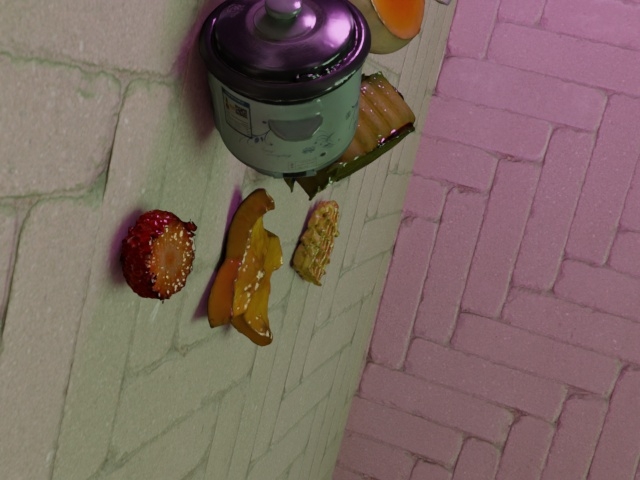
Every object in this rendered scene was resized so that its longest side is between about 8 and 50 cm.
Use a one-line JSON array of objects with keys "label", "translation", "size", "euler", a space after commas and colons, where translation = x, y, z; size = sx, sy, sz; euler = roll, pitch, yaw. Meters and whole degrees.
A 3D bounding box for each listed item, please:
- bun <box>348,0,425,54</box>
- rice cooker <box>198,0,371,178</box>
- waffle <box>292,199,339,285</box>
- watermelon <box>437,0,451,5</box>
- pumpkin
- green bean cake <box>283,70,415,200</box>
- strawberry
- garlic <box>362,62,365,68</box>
[{"label": "bun", "translation": [0.085, -0.531, 1.660], "size": [0.299, 0.165, 0.298], "euler": [15, 72, -54]}, {"label": "rice cooker", "translation": [-0.055, -0.265, 1.289], "size": [0.316, 0.265, 0.316], "euler": [178, -90, -88]}, {"label": "waffle", "translation": [0.001, 0.000, 2.154], "size": [0.229, 0.057, 0.219], "euler": [55, 52, -72]}, {"label": "watermelon", "translation": [0.187, -0.751, 1.888], "size": [0.222, 0.319, 0.292], "euler": [-122, -134, -62]}, {"label": "pumpkin", "translation": [-0.139, 0.060, 1.647], "size": [0.258, 0.095, 0.290], "euler": [40, 63, -69]}, {"label": "green bean cake", "translation": [0.009, -0.219, 1.690], "size": [0.310, 0.202, 0.285], "euler": [-34, 179, -42]}, {"label": "strawberry", "translation": [-0.251, 0.023, 1.220], "size": [0.145, 0.086, 0.145], "euler": [15, 90, -77]}, {"label": "garlic", "translation": [-0.017, -0.347, 1.590], "size": [0.198, 0.128, 0.090], "euler": [-29, 147, -34]}]
